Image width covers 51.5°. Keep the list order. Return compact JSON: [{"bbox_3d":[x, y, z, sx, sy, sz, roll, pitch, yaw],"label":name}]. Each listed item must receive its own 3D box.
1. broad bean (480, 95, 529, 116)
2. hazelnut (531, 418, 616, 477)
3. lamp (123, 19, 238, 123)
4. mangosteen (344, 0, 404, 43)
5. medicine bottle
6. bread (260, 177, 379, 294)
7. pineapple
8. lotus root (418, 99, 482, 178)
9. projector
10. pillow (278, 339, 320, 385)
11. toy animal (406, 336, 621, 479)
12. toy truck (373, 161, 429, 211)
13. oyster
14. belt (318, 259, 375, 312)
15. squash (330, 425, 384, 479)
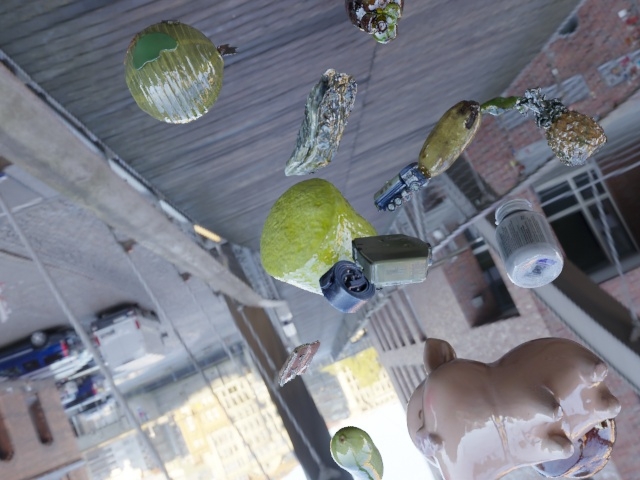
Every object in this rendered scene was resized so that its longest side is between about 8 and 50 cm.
[{"bbox_3d":[0.549,-0.400,1.963,0.195,0.061,0.046,-2,-164,-29],"label":"broad bean"},{"bbox_3d":[0.518,0.415,1.458,0.229,0.230,0.229,-23,170,-4],"label":"hazelnut"},{"bbox_3d":[-0.332,-0.418,1.615,0.284,0.250,0.250,-25,170,1],"label":"lamp"},{"bbox_3d":[0.148,-0.622,1.786,0.172,0.184,0.172,-12,178,0],"label":"mangosteen"},{"bbox_3d":[0.502,-0.003,1.636,0.135,0.215,0.135,-3,136,-3],"label":"medicine bottle"},{"bbox_3d":[0.000,0.000,2.112,0.348,0.348,0.307,-30,139,30],"label":"bread"},{"bbox_3d":[0.498,-0.246,1.380,0.108,0.198,0.108,-35,163,-12],"label":"pineapple"},{"bbox_3d":[0.365,-0.290,1.883,0.258,0.110,0.097,-51,164,-5],"label":"lotus root"},{"bbox_3d":[0.194,0.050,1.743,0.193,0.088,0.269,-6,-166,-7],"label":"projector"},{"bbox_3d":[-0.066,0.376,2.070,0.126,0.043,0.232,-60,163,9],"label":"pillow"},{"bbox_3d":[0.295,0.264,1.062,0.326,0.237,0.269,-17,180,-27],"label":"toy animal"},{"bbox_3d":[0.241,-0.156,2.003,0.074,0.088,0.201,-32,173,-48],"label":"toy truck"},{"bbox_3d":[-0.002,-0.336,1.932,0.162,0.351,0.158,28,179,-33],"label":"oyster"},{"bbox_3d":[0.072,0.132,1.878,0.082,0.141,0.190,-45,166,25],"label":"belt"},{"bbox_3d":[0.080,0.439,1.334,0.083,0.083,0.250,-24,142,0],"label":"squash"}]
